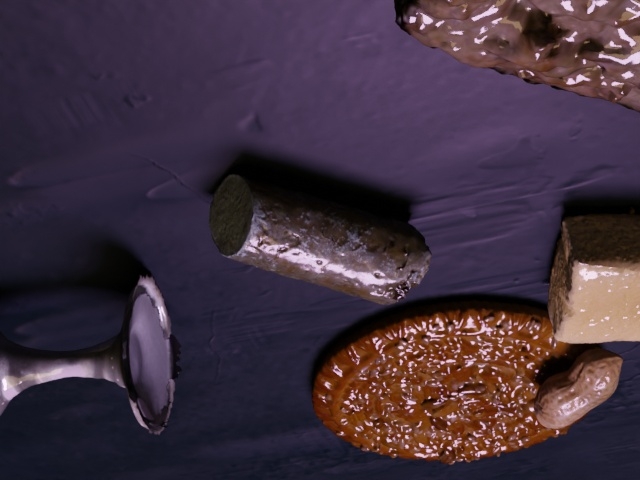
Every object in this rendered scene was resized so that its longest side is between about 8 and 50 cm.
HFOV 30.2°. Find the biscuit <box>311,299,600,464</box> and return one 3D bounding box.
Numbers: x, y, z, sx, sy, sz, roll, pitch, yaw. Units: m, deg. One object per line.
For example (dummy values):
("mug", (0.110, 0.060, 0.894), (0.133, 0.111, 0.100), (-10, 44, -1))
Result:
("biscuit", (0.142, 0.156, 1.214), (0.305, 0.038, 0.305), (-1, 143, -1))

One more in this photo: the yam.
("yam", (0.000, 0.000, 0.974), (0.179, 0.078, 0.078), (18, 139, -22))

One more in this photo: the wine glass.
("wine glass", (-0.291, 0.116, 1.061), (0.321, 0.143, 0.143), (-7, 143, 6))

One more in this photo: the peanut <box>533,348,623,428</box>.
("peanut", (0.245, 0.141, 1.133), (0.054, 0.054, 0.113), (20, 132, -26))

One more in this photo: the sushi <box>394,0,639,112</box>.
("sushi", (0.221, -0.162, 0.690), (0.350, 0.171, 0.211), (10, 144, -14))

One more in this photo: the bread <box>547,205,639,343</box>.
("bread", (0.297, 0.033, 1.035), (0.188, 0.068, 0.125), (-1, 143, -2))
